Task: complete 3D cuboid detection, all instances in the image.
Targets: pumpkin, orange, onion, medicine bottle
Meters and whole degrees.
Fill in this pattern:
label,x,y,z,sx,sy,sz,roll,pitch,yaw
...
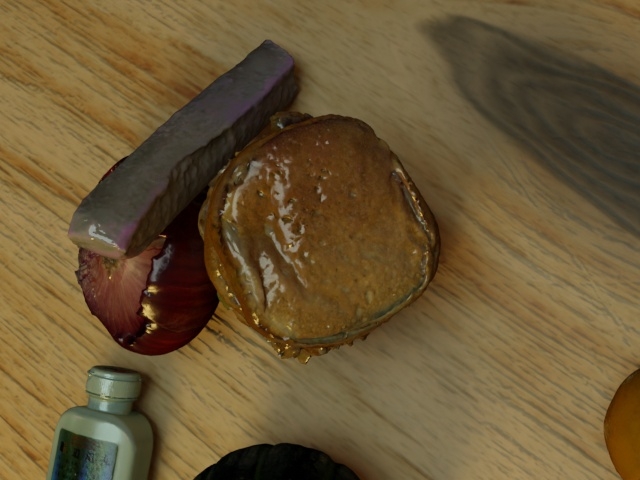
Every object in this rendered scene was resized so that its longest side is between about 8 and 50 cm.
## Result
label,x,y,z,sx,sy,sz,roll,pitch,yaw
pumpkin,-0.049,0.344,0.955,0.250,0.216,0.249,3,116,7
orange,0.352,0.186,0.861,0.156,0.124,0.156,-4,81,24
onion,-0.194,0.017,1.067,0.248,0.161,0.248,-16,64,36
medicine bottle,-0.272,0.272,1.111,0.121,0.083,0.228,9,88,24

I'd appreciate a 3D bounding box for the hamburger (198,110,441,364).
label,x,y,z,sx,sy,sz,roll,pitch,yaw
hamburger,0.001,0.006,0.937,0.261,0.211,0.245,17,82,-15

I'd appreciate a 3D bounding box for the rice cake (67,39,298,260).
label,x,y,z,sx,sy,sz,roll,pitch,yaw
rice cake,-0.130,-0.105,0.986,0.070,0.399,0.064,20,134,17
